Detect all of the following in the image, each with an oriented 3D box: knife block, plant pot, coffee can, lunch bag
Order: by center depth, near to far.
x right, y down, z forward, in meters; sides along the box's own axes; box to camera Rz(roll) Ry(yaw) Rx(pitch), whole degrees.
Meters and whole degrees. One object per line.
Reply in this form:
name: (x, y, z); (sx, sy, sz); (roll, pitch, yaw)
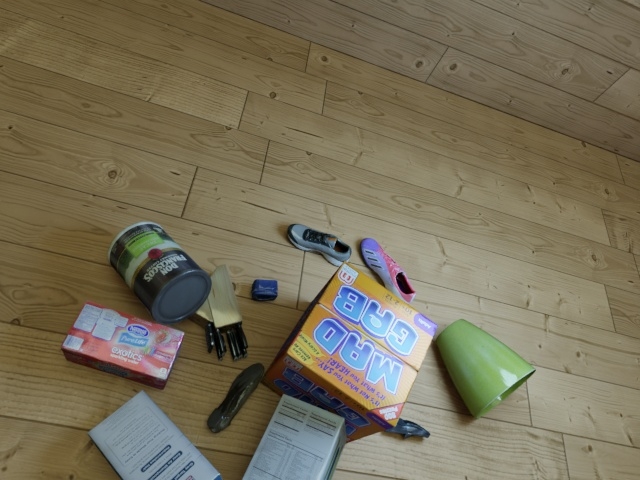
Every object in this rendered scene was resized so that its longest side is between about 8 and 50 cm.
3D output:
coffee can: (-0.501, 0.097, 1.453); (0.201, 0.202, 0.275); (-32, 56, -32)
knife block: (-0.305, 0.250, 1.559); (0.242, 0.088, 0.276); (30, 55, -3)
lunch bag: (-0.200, 0.180, 1.652); (0.098, 0.067, 0.065); (4, 60, -18)
plant pot: (0.568, 0.442, 1.706); (0.274, 0.275, 0.294); (-20, 54, -29)

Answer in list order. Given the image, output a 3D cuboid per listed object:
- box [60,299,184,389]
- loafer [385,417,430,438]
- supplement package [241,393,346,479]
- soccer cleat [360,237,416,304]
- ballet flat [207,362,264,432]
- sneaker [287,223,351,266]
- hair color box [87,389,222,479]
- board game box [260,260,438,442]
box: (-0.577, 0.312, 1.383); (0.299, 0.142, 0.154); (20, 56, -10)
loafer: (0.291, 0.643, 1.588); (0.169, 0.062, 0.061); (22, 78, -4)
supplement package: (-0.064, 0.626, 1.331); (0.197, 0.199, 0.263); (16, 53, 18)
soccer cleat: (0.270, 0.110, 1.845); (0.108, 0.116, 0.318); (-20, 70, -29)
ballet flat: (-0.255, 0.491, 1.458); (0.250, 0.084, 0.058); (-52, 124, -36)
sneaker: (0.000, 0.000, 1.811); (0.271, 0.108, 0.100); (25, 57, -4)
hair color box: (-0.433, 0.578, 1.228); (0.347, 0.105, 0.173); (31, 51, 30)
board game box: (0.082, 0.361, 1.481); (0.356, 0.357, 0.356); (34, 55, 1)
